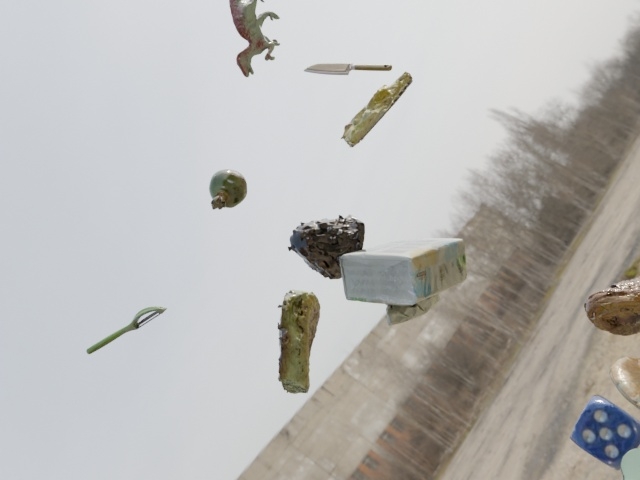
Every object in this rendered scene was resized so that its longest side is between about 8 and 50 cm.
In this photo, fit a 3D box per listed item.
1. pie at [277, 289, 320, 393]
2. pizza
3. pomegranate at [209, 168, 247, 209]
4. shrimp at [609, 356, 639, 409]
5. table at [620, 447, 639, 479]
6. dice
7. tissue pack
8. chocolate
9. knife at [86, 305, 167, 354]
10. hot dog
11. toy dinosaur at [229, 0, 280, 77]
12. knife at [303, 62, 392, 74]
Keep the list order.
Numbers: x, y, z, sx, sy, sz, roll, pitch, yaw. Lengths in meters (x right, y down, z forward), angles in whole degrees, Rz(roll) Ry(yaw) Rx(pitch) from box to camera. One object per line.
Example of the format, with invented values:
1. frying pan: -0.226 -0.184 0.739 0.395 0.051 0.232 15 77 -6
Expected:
1. pie: -0.064 0.299 1.841 0.354 0.103 0.288 78 -162 -61
2. pizza: 0.082 -0.206 0.994 0.160 0.036 0.099 -45 7 33
3. pomegranate: -0.269 -0.139 1.754 0.142 0.115 0.114 -69 -2 -52
4. shrimp: 0.442 0.190 0.706 0.152 0.219 0.046 -116 42 -64
5. table: 0.428 0.353 0.717 0.167 0.198 0.166 -11 -72 -38
6. dice: 0.740 0.492 1.592 0.143 0.146 0.146 -59 -29 1
7. tissue pack: 0.170 0.079 1.208 0.229 0.159 0.145 -12 -81 -53
8. chocolate: 0.000 0.000 1.314 0.133 0.156 0.156 22 -77 -33
9. knife: -0.343 0.155 1.083 0.184 0.026 0.022 -31 -6 16
10. hot dog: 0.678 0.127 1.311 0.227 0.099 0.160 -24 -31 -6
11. toy dinosaur: -0.172 -0.510 1.406 0.167 0.242 0.053 -37 10 -23
12. knife: 0.074 -0.485 1.740 0.022 0.256 0.046 68 -147 -54
